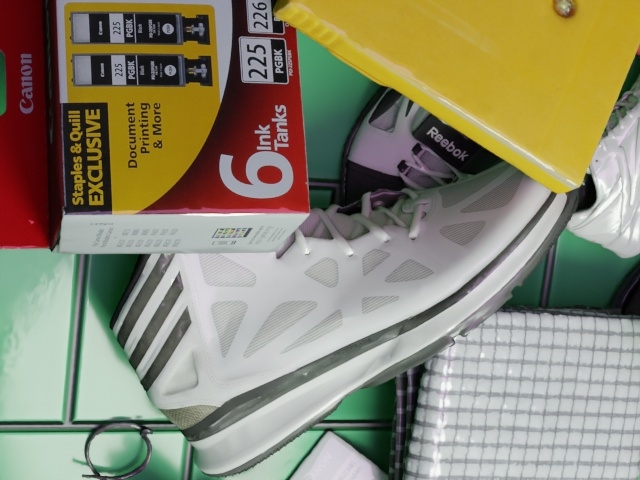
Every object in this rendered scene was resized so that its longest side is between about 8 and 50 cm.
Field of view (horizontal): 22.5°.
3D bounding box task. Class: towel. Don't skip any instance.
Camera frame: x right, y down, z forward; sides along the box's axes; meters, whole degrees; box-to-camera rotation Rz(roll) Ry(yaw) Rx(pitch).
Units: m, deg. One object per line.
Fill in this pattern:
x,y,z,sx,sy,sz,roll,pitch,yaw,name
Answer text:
0.195,0.178,1.633,0.283,0.121,0.235,3,96,-28,towel

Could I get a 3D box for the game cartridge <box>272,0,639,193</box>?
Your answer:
0.140,-0.239,1.390,0.323,0.052,0.285,30,72,-16,game cartridge

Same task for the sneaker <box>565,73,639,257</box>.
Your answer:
0.310,-0.100,1.642,0.115,0.090,0.232,14,99,-18,sneaker

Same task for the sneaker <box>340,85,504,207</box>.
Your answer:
0.128,-0.121,1.539,0.122,0.146,0.330,22,96,-25,sneaker

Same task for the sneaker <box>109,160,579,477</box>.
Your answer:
0.000,0.001,1.460,0.447,0.169,0.257,-35,104,7,sneaker

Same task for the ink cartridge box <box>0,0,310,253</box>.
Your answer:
-0.162,-0.150,1.353,0.272,0.130,0.309,-1,75,-15,ink cartridge box

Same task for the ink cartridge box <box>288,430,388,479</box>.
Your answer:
0.062,0.426,1.701,0.385,0.091,0.308,38,88,-7,ink cartridge box

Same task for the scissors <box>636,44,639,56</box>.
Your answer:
0.358,-0.299,1.586,0.109,0.021,0.297,5,127,-25,scissors

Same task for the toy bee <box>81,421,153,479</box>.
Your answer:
-0.100,0.319,1.530,0.298,0.162,0.195,22,95,-16,toy bee

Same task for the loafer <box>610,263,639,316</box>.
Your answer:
0.433,-0.001,1.708,0.109,0.095,0.302,39,88,-22,loafer
